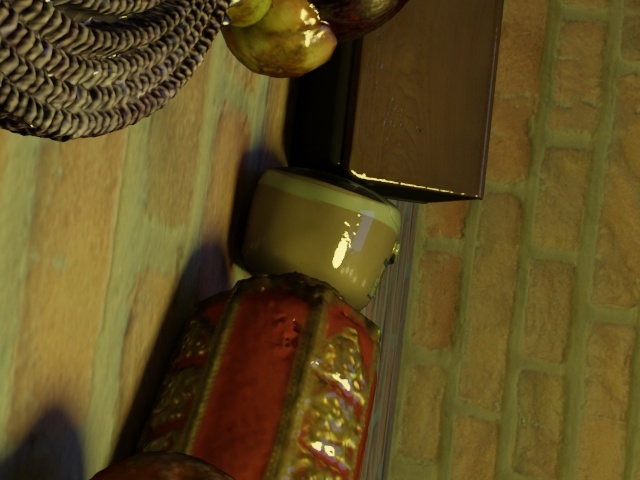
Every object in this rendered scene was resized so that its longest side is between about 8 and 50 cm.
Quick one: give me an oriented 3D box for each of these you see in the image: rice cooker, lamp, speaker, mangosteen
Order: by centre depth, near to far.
[{"bbox_3d":[-0.039,-0.193,0.611,0.217,0.192,0.192,-39,153,-14],"label":"mangosteen"},{"bbox_3d":[-0.048,0.154,0.740,0.177,0.177,0.273,83,19,-49],"label":"lamp"},{"bbox_3d":[0.000,0.000,0.941,0.206,0.145,0.127,66,44,-74],"label":"rice cooker"},{"bbox_3d":[0.084,-0.165,1.072,0.153,0.193,0.230,180,-83,-69],"label":"speaker"}]

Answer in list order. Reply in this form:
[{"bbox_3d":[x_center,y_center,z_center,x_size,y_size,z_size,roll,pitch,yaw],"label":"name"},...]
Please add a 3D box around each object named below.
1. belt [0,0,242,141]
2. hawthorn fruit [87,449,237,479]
[{"bbox_3d":[-0.107,-0.172,0.374,0.325,0.122,0.260,-34,136,-72],"label":"belt"},{"bbox_3d":[-0.096,0.205,0.525,0.173,0.173,0.172,6,90,-79],"label":"hawthorn fruit"}]
